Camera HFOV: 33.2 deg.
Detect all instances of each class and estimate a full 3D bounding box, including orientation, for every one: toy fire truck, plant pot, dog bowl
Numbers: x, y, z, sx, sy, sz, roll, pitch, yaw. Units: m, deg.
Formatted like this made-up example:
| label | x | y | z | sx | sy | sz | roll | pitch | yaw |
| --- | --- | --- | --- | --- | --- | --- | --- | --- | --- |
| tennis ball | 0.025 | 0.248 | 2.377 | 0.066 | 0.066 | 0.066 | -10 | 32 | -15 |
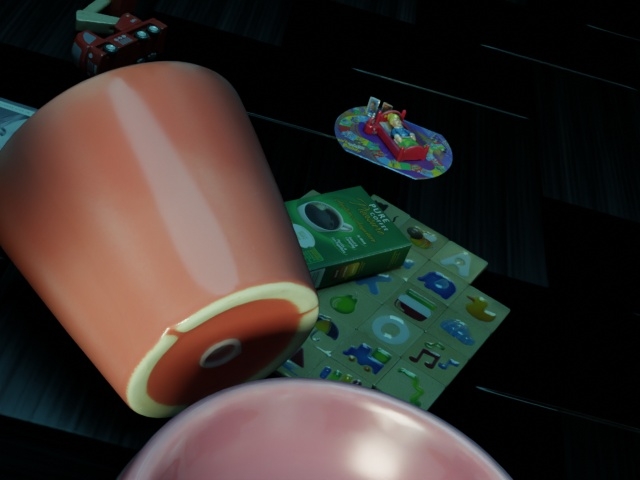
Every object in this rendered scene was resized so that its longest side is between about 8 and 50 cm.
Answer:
| label | x | y | z | sx | sy | sz | roll | pitch | yaw |
| --- | --- | --- | --- | --- | --- | --- | --- | --- | --- |
| toy fire truck | -0.287 | -0.291 | 1.470 | 0.135 | 0.047 | 0.192 | 32 | 40 | 18 |
| plant pot | -0.142 | 0.013 | 1.004 | 0.274 | 0.275 | 0.243 | -14 | 58 | -34 |
| dog bowl | 0.003 | 0.274 | 0.805 | 0.407 | 0.150 | 0.408 | 11 | 38 | -8 |

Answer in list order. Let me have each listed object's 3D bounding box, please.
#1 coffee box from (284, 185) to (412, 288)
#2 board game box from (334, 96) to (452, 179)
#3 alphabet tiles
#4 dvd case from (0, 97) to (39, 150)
| label | x | y | z | sx | sy | sz | roll | pitch | yaw |
| --- | --- | --- | --- | --- | --- | --- | --- | --- | --- |
| coffee box | 0.000 | 0.000 | 1.213 | 0.184 | 0.040 | 0.113 | -15 | 49 | -35 |
| board game box | 0.104 | -0.146 | 1.459 | 0.168 | 0.033 | 0.133 | 23 | 38 | 7 |
| alphabet tiles | 0.045 | 0.059 | 1.201 | 0.285 | 0.011 | 0.342 | 31 | 40 | 17 |
| dvd case | -0.398 | -0.102 | 1.215 | 0.164 | 0.018 | 0.221 | 18 | 37 | 0 |
